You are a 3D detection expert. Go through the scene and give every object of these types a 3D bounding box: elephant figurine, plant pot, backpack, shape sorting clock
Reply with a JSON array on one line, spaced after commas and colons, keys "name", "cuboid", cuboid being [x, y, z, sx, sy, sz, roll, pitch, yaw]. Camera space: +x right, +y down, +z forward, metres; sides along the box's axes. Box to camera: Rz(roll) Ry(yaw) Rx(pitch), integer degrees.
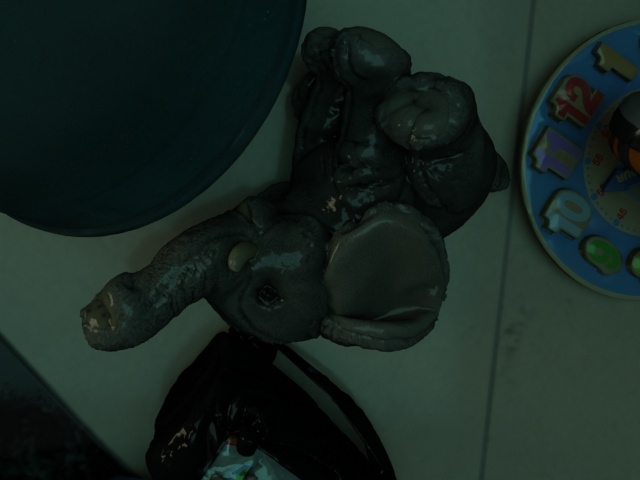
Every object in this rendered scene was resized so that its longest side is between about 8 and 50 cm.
[{"name": "elephant figurine", "cuboid": [0.000, 0.000, 0.564, 0.186, 0.169, 0.240, 28, 86, 6]}, {"name": "plant pot", "cuboid": [-0.181, -0.152, 0.418, 0.271, 0.255, 0.272, -4, 81, 24]}, {"name": "backpack", "cuboid": [-0.026, 0.160, 0.591, 0.182, 0.152, 0.115, 43, 105, -12]}, {"name": "shape sorting clock", "cuboid": [0.243, -0.057, 0.643, 0.206, 0.040, 0.206, -1, 96, -7]}]

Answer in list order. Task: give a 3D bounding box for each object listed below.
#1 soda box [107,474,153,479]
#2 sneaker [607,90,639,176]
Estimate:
[{"name": "soda box", "cuboid": [-0.187, 0.229, 0.549, 0.210, 0.071, 0.067, -25, 99, -40]}, {"name": "sneaker", "cuboid": [0.302, 0.040, 0.596, 0.321, 0.125, 0.180, 31, 122, -3]}]
